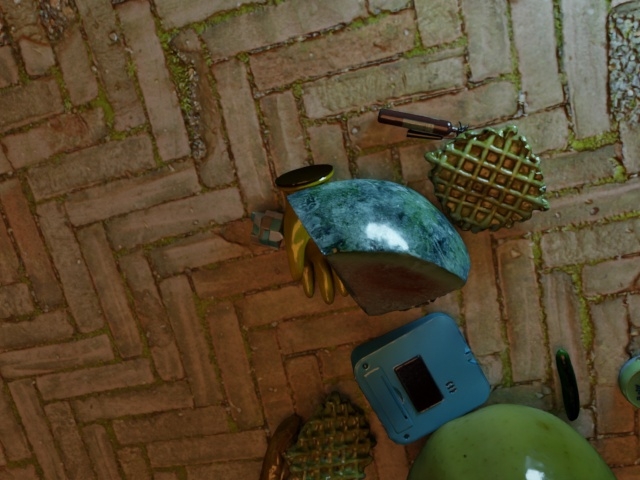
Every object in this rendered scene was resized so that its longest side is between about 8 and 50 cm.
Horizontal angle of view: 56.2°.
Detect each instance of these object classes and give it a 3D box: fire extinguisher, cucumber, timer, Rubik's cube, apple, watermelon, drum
[{"bbox_3d":[0.196,-0.219,1.162,0.173,0.035,0.049,13,106,9],"label":"fire extinguisher"},{"bbox_3d":[0.528,0.309,1.274,0.036,0.033,0.184,-18,106,-3],"label":"cucumber"},{"bbox_3d":[0.218,0.296,1.319,0.250,0.091,0.232,-28,100,6],"label":"timer"},{"bbox_3d":[-0.109,-0.030,1.251,0.075,0.073,0.084,-3,65,2],"label":"Rubik's cube"},{"bbox_3d":[0.383,0.572,1.178,0.473,0.473,0.474,3,108,9],"label":"apple"},{"bbox_3d":[0.108,0.033,1.142,0.387,0.228,0.258,8,133,-26],"label":"watermelon"},{"bbox_3d":[0.732,0.258,1.210,0.253,0.049,0.130,-31,100,18],"label":"drum"}]

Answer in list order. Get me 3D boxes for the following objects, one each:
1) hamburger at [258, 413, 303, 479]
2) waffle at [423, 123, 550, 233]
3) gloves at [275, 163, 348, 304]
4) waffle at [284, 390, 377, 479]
[{"bbox_3d":[-0.075,0.568,1.403,0.144,0.156,0.283,18,108,4],"label":"hamburger"},{"bbox_3d":[0.322,-0.113,1.161,0.207,0.054,0.214,-20,106,19],"label":"waffle"},{"bbox_3d":[0.001,0.000,1.240,0.133,0.116,0.294,-7,113,17],"label":"gloves"},{"bbox_3d":[0.031,0.468,1.342,0.204,0.223,0.054,52,149,-16],"label":"waffle"}]
